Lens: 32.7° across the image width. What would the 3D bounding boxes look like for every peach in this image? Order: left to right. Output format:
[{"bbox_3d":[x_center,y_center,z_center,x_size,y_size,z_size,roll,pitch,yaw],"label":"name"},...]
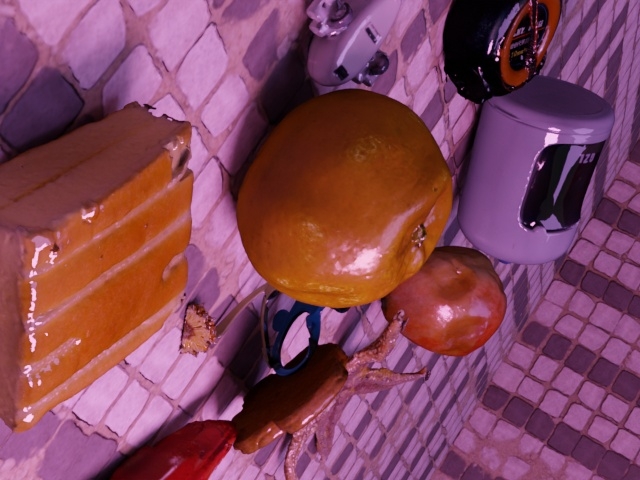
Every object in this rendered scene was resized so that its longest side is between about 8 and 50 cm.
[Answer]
[{"bbox_3d":[0.224,0.108,2.059,0.236,0.214,0.214,4,120,-26],"label":"peach"}]

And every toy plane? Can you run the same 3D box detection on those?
[{"bbox_3d":[0.040,-0.260,1.300,0.174,0.080,0.174,-26,128,-39],"label":"toy plane"}]

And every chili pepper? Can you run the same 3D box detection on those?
[{"bbox_3d":[-0.236,0.345,1.404,0.387,0.110,0.110,-39,151,-47],"label":"chili pepper"}]

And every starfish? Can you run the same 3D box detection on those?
[{"bbox_3d":[0.063,0.308,2.006,0.398,0.132,0.384,-56,155,-1],"label":"starfish"}]

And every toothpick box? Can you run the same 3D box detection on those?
[{"bbox_3d":[0.380,-0.116,2.048,0.263,0.263,0.354,-32,139,-52],"label":"toothpick box"}]

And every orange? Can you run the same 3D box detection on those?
[{"bbox_3d":[0.033,-0.048,1.330,0.279,0.235,0.279,-53,167,-18],"label":"orange"}]

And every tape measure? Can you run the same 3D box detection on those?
[{"bbox_3d":[0.283,-0.332,1.703,0.202,0.135,0.222,-28,141,-39],"label":"tape measure"}]

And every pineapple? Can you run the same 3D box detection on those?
[{"bbox_3d":[-0.154,0.117,1.389,0.019,0.045,0.083,-51,157,-57],"label":"pineapple"}]

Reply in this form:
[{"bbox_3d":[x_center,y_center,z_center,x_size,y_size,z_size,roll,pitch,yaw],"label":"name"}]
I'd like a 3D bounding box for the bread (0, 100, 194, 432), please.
[{"bbox_3d":[-0.220,0.016,1.004,0.246,0.111,0.239,-38,151,-47],"label":"bread"}]

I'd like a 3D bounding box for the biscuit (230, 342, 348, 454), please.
[{"bbox_3d":[-0.048,0.231,1.572,0.208,0.041,0.290,-43,-171,-19],"label":"biscuit"}]

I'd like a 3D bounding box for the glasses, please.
[{"bbox_3d":[-0.042,0.105,1.511,0.207,0.102,0.239,-18,149,-57],"label":"glasses"}]
